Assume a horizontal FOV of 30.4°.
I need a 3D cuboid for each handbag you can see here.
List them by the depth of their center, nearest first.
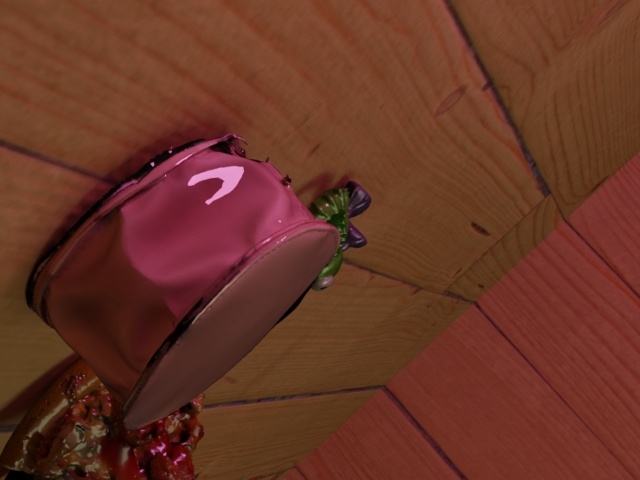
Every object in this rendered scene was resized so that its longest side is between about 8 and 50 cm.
[{"bbox_3d":[-0.093,0.024,0.793,0.205,0.116,0.179,-49,164,24],"label":"handbag"}]

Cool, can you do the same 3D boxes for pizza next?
[{"bbox_3d":[-0.145,0.167,0.989,0.201,0.193,0.053,-45,-147,-24],"label":"pizza"}]

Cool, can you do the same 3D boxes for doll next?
[{"bbox_3d":[0.000,0.000,1.102,0.115,0.050,0.190,-43,166,-22],"label":"doll"}]

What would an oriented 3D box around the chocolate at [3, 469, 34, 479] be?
[{"bbox_3d":[-0.237,0.188,1.040,0.147,0.070,0.072,-35,178,17],"label":"chocolate"}]
